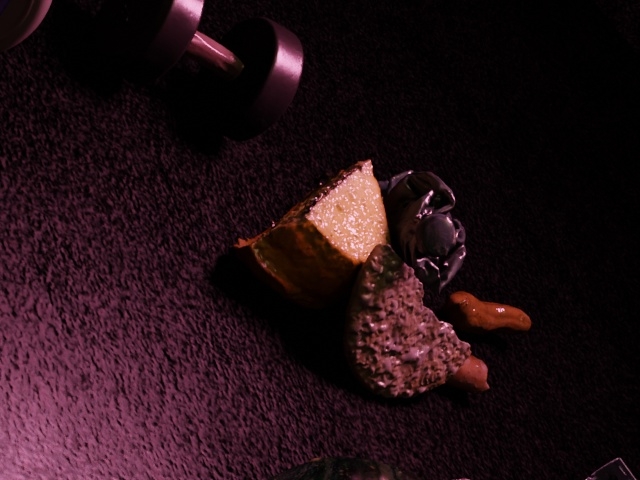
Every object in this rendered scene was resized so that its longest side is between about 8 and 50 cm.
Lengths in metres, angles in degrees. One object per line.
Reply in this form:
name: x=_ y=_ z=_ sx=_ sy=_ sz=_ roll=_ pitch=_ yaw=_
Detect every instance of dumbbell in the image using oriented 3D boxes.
dumbbell: x=-0.144 y=-0.228 z=1.959 sx=0.218 sy=0.152 sz=0.152 roll=28 pitch=35 yaw=-37

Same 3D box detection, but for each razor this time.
razor: x=0.354 y=0.371 z=2.096 sx=0.106 sy=0.068 sz=0.232 roll=54 pitch=34 yaw=7

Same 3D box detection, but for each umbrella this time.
umbrella: x=0.122 y=-0.011 z=2.005 sx=0.349 sy=0.094 sz=0.143 roll=-178 pitch=-114 yaw=-83

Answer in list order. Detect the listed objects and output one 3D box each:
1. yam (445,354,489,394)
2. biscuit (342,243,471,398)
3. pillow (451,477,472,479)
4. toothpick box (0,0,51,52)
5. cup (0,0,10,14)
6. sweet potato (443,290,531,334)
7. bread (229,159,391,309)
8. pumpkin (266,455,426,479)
yam: x=0.125 y=0.137 z=2.026 sx=0.241 sy=0.057 sz=0.056 roll=27 pitch=36 yaw=-37
biscuit: x=0.090 y=0.118 z=1.922 sx=0.032 sy=0.133 sz=0.250 roll=27 pitch=-17 yaw=43
pillow: x=0.235 y=0.386 z=1.899 sx=0.135 sy=0.049 sz=0.248 roll=23 pitch=41 yaw=-49
toothpick box: x=-0.363 y=-0.347 z=1.718 sx=0.229 sy=0.229 sz=0.316 roll=35 pitch=29 yaw=-27
cup: x=-0.341 y=-0.210 z=1.457 sx=0.255 sy=0.256 sz=0.178 roll=42 pitch=11 yaw=23
sweet potato: x=0.218 y=0.102 z=2.206 sx=0.182 sy=0.054 sz=0.053 roll=14 pitch=11 yaw=-46
bread: x=0.007 y=0.006 z=1.933 sx=0.134 sy=0.129 sz=0.260 roll=57 pitch=27 yaw=-7
pumpkin: x=0.050 y=0.333 z=1.533 sx=0.293 sy=0.197 sz=0.263 roll=41 pitch=32 yaw=-13
